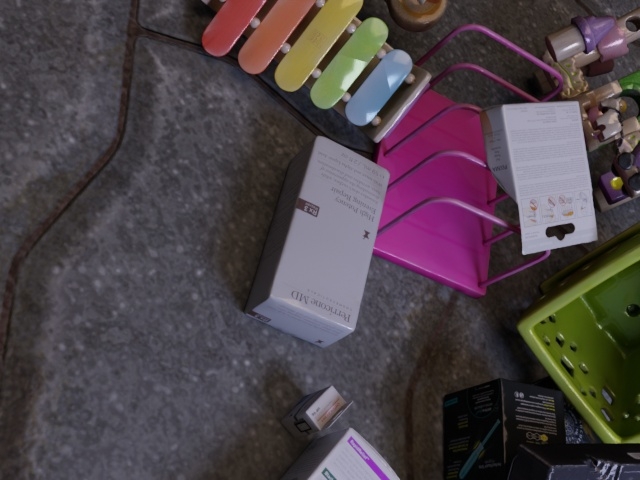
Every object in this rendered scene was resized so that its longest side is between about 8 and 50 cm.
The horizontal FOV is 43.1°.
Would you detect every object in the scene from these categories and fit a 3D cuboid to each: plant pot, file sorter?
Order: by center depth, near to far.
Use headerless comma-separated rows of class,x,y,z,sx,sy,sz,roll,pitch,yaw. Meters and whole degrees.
file sorter,0.201,-0.109,1.092,0.202,0.182,0.291,23,61,-20
plant pot,0.427,0.110,1.093,0.227,0.228,0.207,52,25,-1

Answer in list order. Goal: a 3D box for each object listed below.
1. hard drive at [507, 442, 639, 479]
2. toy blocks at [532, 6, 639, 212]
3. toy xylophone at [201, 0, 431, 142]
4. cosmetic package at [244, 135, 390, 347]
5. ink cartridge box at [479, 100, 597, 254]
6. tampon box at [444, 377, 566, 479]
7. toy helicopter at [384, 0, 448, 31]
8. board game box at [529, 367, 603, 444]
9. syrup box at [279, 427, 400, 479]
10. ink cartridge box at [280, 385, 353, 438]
hard drive,0.285,0.393,0.907,0.236,0.064,0.339,6,99,-27
toy blocks,0.493,-0.218,1.180,0.260,0.309,0.289,-24,82,9
toy xylophone,0.007,-0.292,1.059,0.322,0.081,0.236,30,99,-7
cosmetic package,0.000,0.000,0.994,0.117,0.085,0.231,24,59,-19
ink cartridge box,0.271,-0.079,0.995,0.145,0.045,0.179,-9,93,-34
tampon box,0.225,0.265,0.989,0.101,0.120,0.161,15,64,-24
toy helicopter,0.020,-0.409,1.134,0.355,0.140,0.235,40,78,4
board game box,0.336,0.278,1.104,0.126,0.026,0.186,-13,77,-32
syrup box,-0.025,0.314,0.844,0.096,0.093,0.237,49,55,-3
ink cartridge box,-0.004,0.192,0.911,0.028,0.083,0.048,51,55,-3
